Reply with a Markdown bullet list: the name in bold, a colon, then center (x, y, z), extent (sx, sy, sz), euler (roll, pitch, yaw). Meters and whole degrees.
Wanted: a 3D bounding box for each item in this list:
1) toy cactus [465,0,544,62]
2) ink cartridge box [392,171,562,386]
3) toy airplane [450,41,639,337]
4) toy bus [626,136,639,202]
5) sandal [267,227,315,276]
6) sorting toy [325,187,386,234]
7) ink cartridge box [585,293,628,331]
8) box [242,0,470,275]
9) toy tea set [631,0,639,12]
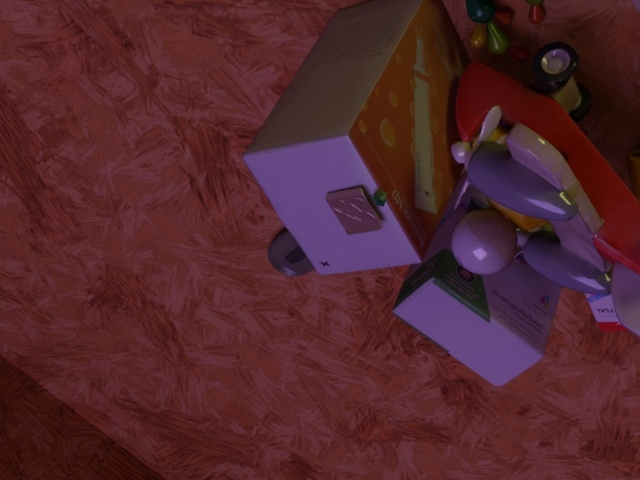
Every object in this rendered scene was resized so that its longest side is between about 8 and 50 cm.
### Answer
- **toy cactus**: center (0.209, -0.334, 1.367), extent (0.180, 0.112, 0.219), euler (23, 151, 23)
- **ink cartridge box**: center (0.253, 0.044, 1.590), extent (0.201, 0.278, 0.117), euler (35, 137, -8)
- **toy airplane**: center (0.300, -0.029, 1.341), extent (0.272, 0.384, 0.386), euler (-34, 108, 8)
- **toy bus**: center (0.526, 0.008, 1.484), extent (0.108, 0.130, 0.333), euler (-5, 115, 34)
- **sandal**: center (0.001, 0.001, 1.833), extent (0.120, 0.086, 0.303), euler (36, 140, -9)
- **sorting toy**: center (0.052, -0.038, 1.283), extent (0.083, 0.012, 0.062), euler (-9, 123, 38)
- **ink cartridge box**: center (0.483, 0.066, 1.633), extent (0.134, 0.078, 0.231), euler (-6, 129, 35)
- **box**: center (0.075, -0.152, 1.430), extent (0.168, 0.345, 0.215), euler (-8, 129, 35)
- **toy tea set**: center (0.447, -0.361, 1.210), extent (0.199, 0.124, 0.336), euler (3, 139, -16)
